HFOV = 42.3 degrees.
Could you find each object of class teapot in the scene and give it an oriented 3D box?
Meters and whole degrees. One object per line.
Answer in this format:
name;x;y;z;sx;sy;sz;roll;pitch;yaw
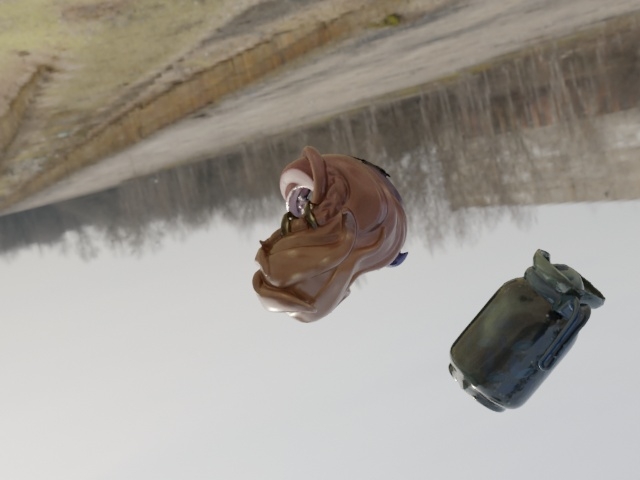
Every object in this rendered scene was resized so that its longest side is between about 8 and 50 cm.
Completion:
teapot;0.102;0.047;0.425;0.083;0.049;0.063;-55;159;15

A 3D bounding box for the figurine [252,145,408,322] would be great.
figurine;0.008;-0.006;0.663;0.114;0.126;0.157;-38;-171;34
